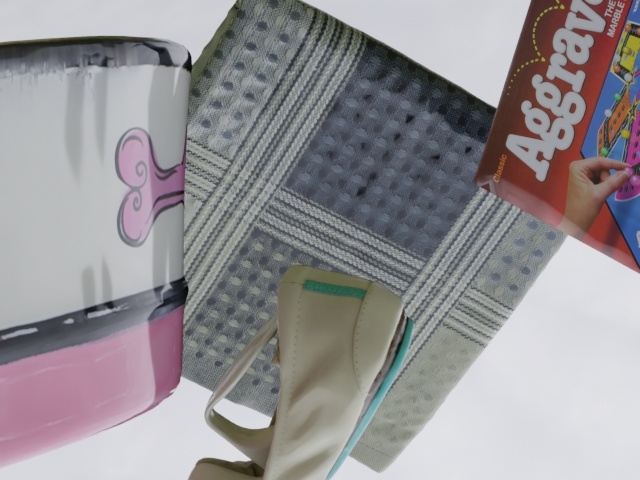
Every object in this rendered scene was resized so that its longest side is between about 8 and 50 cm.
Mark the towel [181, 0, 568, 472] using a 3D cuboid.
[{"bbox_3d":[0.000,0.000,1.172,0.324,0.312,0.056,-55,-163,24],"label":"towel"}]

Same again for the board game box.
[{"bbox_3d":[0.196,-0.124,0.961,0.145,0.281,0.027,31,-144,25],"label":"board game box"}]

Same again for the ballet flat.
[{"bbox_3d":[-0.028,0.116,0.809,0.086,0.086,0.248,-90,-161,-59],"label":"ballet flat"}]

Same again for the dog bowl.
[{"bbox_3d":[-0.239,0.031,0.658,0.408,0.150,0.408,-12,-178,0],"label":"dog bowl"}]
